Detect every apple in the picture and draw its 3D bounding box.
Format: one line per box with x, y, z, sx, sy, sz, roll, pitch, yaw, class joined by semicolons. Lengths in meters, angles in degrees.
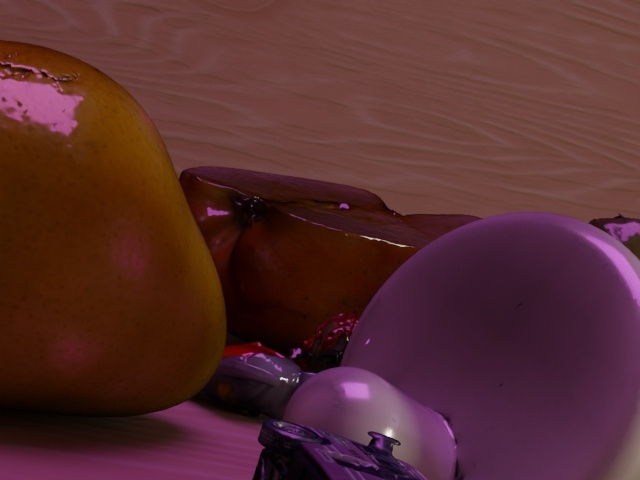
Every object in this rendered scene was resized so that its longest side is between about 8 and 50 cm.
0.000;0.000;1.724;0.328;0.295;0.365;-31;-18;33;apple

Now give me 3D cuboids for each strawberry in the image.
0.059;0.120;1.385;0.192;0.085;0.140;25;-3;-12;strawberry

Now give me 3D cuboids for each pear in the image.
-0.217;0.013;1.096;0.336;0.285;0.285;53;-5;-11;pear

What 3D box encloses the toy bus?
0.022;0.157;0.727;0.108;0.096;0.199;16;4;-16;toy bus

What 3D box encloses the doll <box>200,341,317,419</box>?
-0.078;0.117;1.315;0.194;0.062;0.104;8;-34;25;doll

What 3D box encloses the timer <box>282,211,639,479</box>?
0.106;0.090;0.913;0.233;0.233;0.240;16;-15;42;timer

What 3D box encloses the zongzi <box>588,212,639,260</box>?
0.312;0.101;1.525;0.125;0.251;0.274;-2;3;7;zongzi
